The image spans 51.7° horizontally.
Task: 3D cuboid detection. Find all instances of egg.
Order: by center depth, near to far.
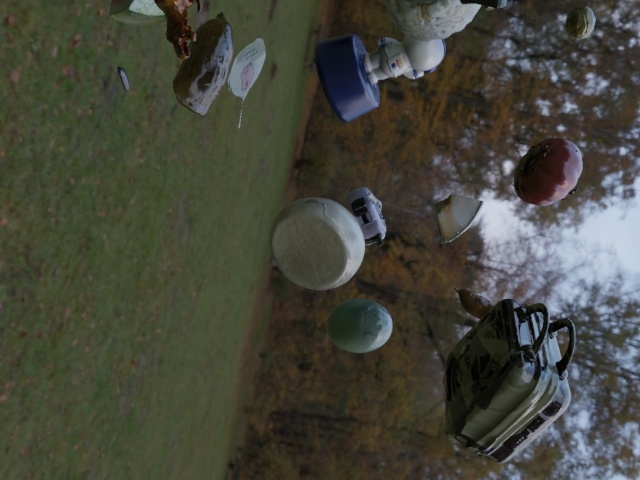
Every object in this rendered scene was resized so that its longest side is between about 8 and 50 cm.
[{"bbox_3d":[0.119,0.262,2.040,0.237,0.169,0.169,-15,-122,50],"label":"egg"}]

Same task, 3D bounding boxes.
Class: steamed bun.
[{"bbox_3d":[0.000,0.000,1.911,0.177,0.283,0.282,-42,150,-53],"label":"steamed bun"}]

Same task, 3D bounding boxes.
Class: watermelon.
[{"bbox_3d":[-0.452,-0.703,1.810,0.310,0.193,0.231,-22,134,-38],"label":"watermelon"}]

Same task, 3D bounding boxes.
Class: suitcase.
[{"bbox_3d":[0.441,0.297,1.498,0.339,0.194,0.351,-53,-173,26],"label":"suitcase"}]

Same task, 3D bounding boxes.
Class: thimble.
[{"bbox_3d":[0.313,-0.700,1.795,0.195,0.292,0.291,32,67,-68],"label":"thimble"}]

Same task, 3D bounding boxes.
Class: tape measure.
[{"bbox_3d":[0.153,-0.084,2.100,0.178,0.105,0.196,64,12,-11],"label":"tape measure"}]

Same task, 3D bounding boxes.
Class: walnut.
[{"bbox_3d":[0.720,-0.604,1.832,0.092,0.092,0.092,-169,-90,-89],"label":"walnut"}]

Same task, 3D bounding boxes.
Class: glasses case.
[{"bbox_3d":[-0.625,-0.518,2.101,0.083,0.023,0.033,88,-21,-55],"label":"glasses case"}]

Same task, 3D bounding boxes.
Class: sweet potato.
[{"bbox_3d":[0.485,0.209,1.923,0.068,0.226,0.068,-41,151,-29],"label":"sweet potato"},{"bbox_3d":[-0.351,-0.562,2.059,0.158,0.158,0.369,108,3,-80],"label":"sweet potato"}]

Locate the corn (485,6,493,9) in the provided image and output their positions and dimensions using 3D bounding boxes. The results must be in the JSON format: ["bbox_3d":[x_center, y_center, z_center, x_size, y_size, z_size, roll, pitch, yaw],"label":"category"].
[{"bbox_3d":[0.396,-0.685,1.571,0.097,0.097,0.261,-84,167,-75],"label":"corn"}]

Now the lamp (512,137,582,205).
[{"bbox_3d":[0.563,-0.164,1.624,0.182,0.140,0.182,-50,-162,22],"label":"lamp"}]

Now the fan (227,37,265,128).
[{"bbox_3d":[-0.219,-0.444,1.930,0.182,0.010,0.310,-47,163,-38],"label":"fan"}]

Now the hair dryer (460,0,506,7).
[{"bbox_3d":[0.382,-0.648,1.411,0.302,0.116,0.244,-44,139,-43],"label":"hair dryer"}]

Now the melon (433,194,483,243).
[{"bbox_3d":[0.340,-0.055,1.761,0.202,0.093,0.139,-23,-138,67],"label":"melon"}]

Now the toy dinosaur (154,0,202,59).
[{"bbox_3d":[-0.313,-0.589,1.350,0.097,0.208,0.432,-11,75,-63],"label":"toy dinosaur"}]

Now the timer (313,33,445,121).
[{"bbox_3d":[0.201,-0.551,2.063,0.270,0.384,0.270,-16,90,-73],"label":"timer"}]
